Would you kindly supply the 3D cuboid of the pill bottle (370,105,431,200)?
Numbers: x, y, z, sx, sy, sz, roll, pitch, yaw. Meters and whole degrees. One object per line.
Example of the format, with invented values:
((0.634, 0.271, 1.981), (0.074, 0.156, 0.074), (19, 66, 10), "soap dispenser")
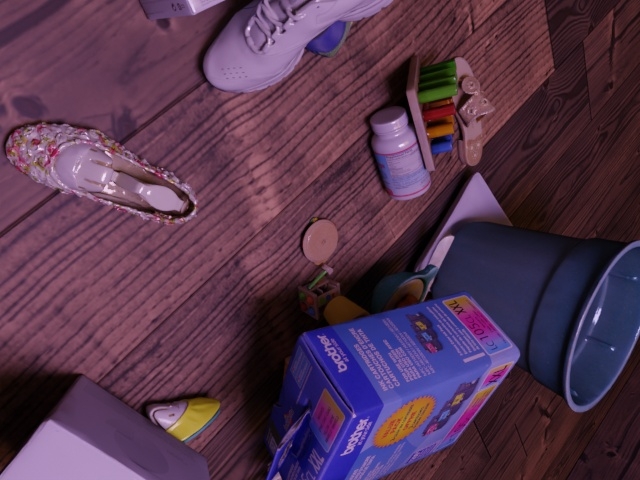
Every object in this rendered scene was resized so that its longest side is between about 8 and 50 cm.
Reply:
((0.144, -0.160, 0.945), (0.087, 0.087, 0.160), (-40, 127, -23), "pill bottle")

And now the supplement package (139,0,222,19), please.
((-0.167, -0.392, 0.563), (0.139, 0.134, 0.244), (-38, 127, -24), "supplement package")

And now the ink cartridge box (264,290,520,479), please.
((0.080, 0.252, 0.800), (0.396, 0.151, 0.269), (-7, 132, -31), "ink cartridge box")

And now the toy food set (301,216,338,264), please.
((0.000, 0.000, 0.925), (0.083, 0.020, 0.082), (34, 82, -42), "toy food set")

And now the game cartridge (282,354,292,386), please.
((0.079, 0.259, 0.962), (0.324, 0.052, 0.285), (-16, 138, -23), "game cartridge")

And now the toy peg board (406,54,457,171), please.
((0.217, -0.238, 0.929), (0.161, 0.079, 0.160), (-73, 147, -48), "toy peg board")

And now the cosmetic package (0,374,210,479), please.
((-0.259, 0.301, 0.625), (0.224, 0.225, 0.138), (39, 79, -11), "cosmetic package")

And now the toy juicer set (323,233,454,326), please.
((0.151, 0.142, 1.004), (0.329, 0.089, 0.209), (-27, 140, -28), "toy juicer set")

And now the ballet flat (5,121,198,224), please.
((-0.253, -0.080, 0.642), (0.241, 0.077, 0.091), (19, 94, -42), "ballet flat")

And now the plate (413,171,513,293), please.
((0.336, 0.022, 1.203), (0.278, 0.045, 0.277), (40, 78, -41), "plate")

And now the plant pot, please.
((0.441, 0.120, 1.070), (0.341, 0.334, 0.340), (-15, 114, -36), "plant pot")

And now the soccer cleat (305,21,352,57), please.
((0.031, -0.419, 0.772), (0.121, 0.094, 0.288), (20, 89, -68), "soccer cleat")

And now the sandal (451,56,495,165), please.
((0.329, -0.264, 1.069), (0.088, 0.079, 0.239), (-34, 125, -27), "sandal")

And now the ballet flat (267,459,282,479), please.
((-0.060, 0.463, 0.951), (0.124, 0.116, 0.342), (17, 117, -28), "ballet flat")

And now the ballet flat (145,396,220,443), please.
((-0.261, 0.297, 0.779), (0.231, 0.077, 0.077), (-33, 108, -25), "ballet flat")

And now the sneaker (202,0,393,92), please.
((-0.037, -0.294, 0.650), (0.297, 0.129, 0.111), (-32, 94, 16), "sneaker")

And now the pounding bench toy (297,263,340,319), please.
((-0.006, 0.090, 0.931), (0.065, 0.052, 0.083), (-23, 120, -32), "pounding bench toy")
